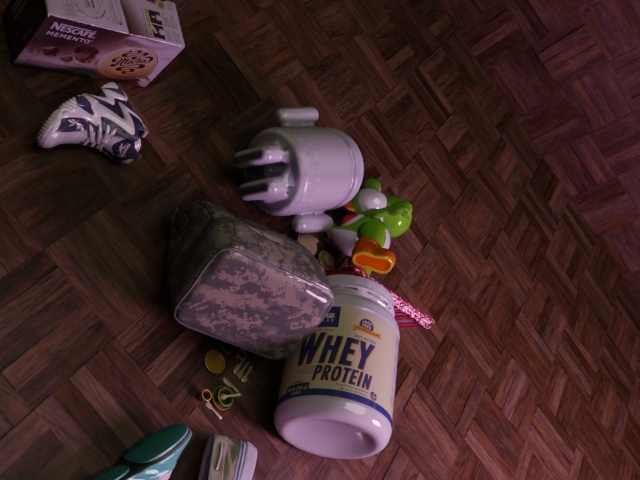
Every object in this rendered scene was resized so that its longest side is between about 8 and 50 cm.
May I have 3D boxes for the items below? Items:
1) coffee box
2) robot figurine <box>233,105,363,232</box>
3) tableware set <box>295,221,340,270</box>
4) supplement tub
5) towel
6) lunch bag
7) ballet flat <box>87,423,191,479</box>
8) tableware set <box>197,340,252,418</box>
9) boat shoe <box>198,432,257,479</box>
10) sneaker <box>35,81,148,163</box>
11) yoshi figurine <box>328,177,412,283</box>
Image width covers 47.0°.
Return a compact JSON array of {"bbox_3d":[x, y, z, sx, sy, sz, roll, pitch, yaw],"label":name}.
[{"bbox_3d":[-0.446,-0.417,1.463,0.297,0.168,0.119,1,67,-46],"label":"coffee box"},{"bbox_3d":[-0.037,-0.163,1.716,0.353,0.199,0.300,-11,96,-48],"label":"robot figurine"},{"bbox_3d":[0.000,0.000,1.800,0.141,0.020,0.169,43,42,-24],"label":"tableware set"},{"bbox_3d":[0.042,0.259,1.528,0.235,0.235,0.325,34,47,-29],"label":"supplement tub"},{"bbox_3d":[0.105,0.139,1.699,0.274,0.198,0.031,34,66,-28],"label":"towel"},{"bbox_3d":[-0.149,0.061,1.464,0.305,0.213,0.256,26,24,-33],"label":"lunch bag"},{"bbox_3d":[-0.307,0.397,1.221,0.247,0.083,0.087,-28,113,-50],"label":"ballet flat"},{"bbox_3d":[-0.190,0.264,1.448,0.104,0.024,0.154,48,42,-14],"label":"tableware set"},{"bbox_3d":[-0.191,0.479,1.280,0.094,0.109,0.302,26,41,-13],"label":"boat shoe"},{"bbox_3d":[-0.422,-0.201,1.419,0.153,0.094,0.235,46,32,-5],"label":"sneaker"},{"bbox_3d":[0.155,-0.019,1.846,0.362,0.203,0.203,-81,148,-50],"label":"yoshi figurine"}]
